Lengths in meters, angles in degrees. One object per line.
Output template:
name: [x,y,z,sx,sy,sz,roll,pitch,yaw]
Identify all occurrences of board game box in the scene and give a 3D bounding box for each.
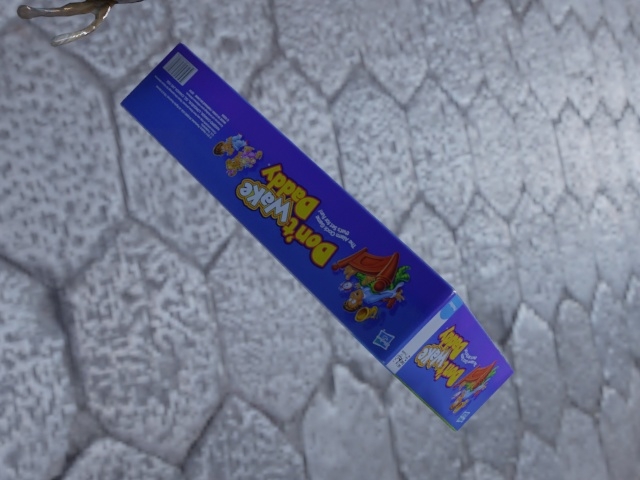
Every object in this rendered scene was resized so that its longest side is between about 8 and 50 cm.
board game box: [0.000,0.000,1.036,0.347,0.078,0.233,43,-2,29]

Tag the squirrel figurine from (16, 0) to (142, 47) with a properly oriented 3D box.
squirrel figurine: [-0.108,-0.248,0.541,0.370,0.397,0.281,16,46,-44]
